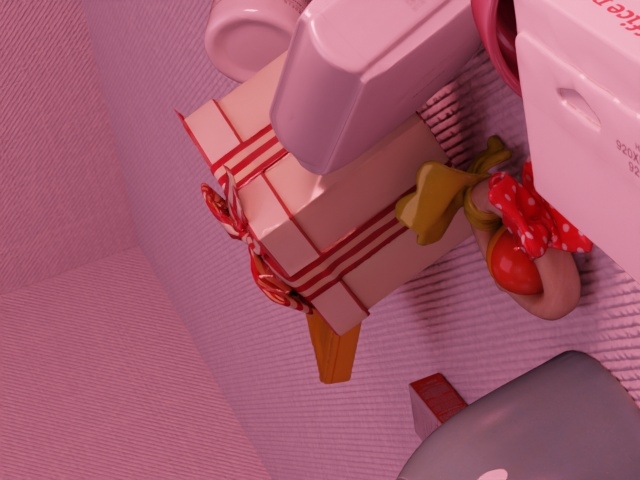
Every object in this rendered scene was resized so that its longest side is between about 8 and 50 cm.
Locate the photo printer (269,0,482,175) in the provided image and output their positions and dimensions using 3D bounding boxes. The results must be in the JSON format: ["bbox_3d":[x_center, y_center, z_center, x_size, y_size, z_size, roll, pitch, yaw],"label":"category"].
[{"bbox_3d":[0.071,-0.195,1.576,0.107,0.256,0.307,47,162,7],"label":"photo printer"}]

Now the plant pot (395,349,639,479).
[{"bbox_3d":[0.221,0.295,1.734,0.293,0.235,0.293,159,90,-75],"label":"plant pot"}]

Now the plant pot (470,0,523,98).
[{"bbox_3d":[0.199,-0.224,1.217,0.180,0.201,0.201,-104,5,-48],"label":"plant pot"}]

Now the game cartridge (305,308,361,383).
[{"bbox_3d":[0.000,0.000,2.155,0.285,0.052,0.324,97,166,-59],"label":"game cartridge"}]

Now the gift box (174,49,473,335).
[{"bbox_3d":[-0.007,-0.082,1.849,0.276,0.258,0.255,50,-176,-44],"label":"gift box"}]

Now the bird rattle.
[{"bbox_3d":[0.212,-0.011,1.666,0.253,0.143,0.207,19,141,55],"label":"bird rattle"}]

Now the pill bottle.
[{"bbox_3d":[-0.061,-0.310,1.983,0.131,0.131,0.229,87,-170,-51],"label":"pill bottle"}]

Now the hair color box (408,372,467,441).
[{"bbox_3d":[0.182,0.266,2.202,0.167,0.053,0.093,-128,23,-53],"label":"hair color box"}]

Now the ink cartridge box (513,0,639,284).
[{"bbox_3d":[0.264,-0.102,1.021,0.171,0.232,0.168,-131,25,-54],"label":"ink cartridge box"}]
